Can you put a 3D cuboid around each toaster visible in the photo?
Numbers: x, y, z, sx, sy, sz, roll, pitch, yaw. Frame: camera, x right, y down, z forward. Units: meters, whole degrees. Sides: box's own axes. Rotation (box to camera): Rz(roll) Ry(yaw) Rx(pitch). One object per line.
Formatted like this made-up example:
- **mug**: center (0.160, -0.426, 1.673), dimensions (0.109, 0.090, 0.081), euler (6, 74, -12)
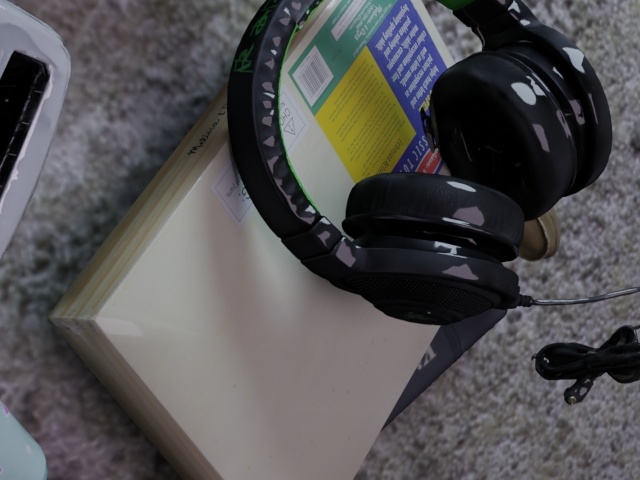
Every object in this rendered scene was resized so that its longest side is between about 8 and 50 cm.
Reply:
- **toaster**: center (-0.236, -0.068, 0.807), dimensions (0.129, 0.146, 0.226), euler (29, 79, -41)

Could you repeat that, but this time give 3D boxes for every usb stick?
- **usb stick**: center (0.057, 0.109, 1.162), dimensions (0.278, 0.045, 0.077), euler (-38, 122, -29)

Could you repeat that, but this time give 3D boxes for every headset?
- **headset**: center (0.098, -0.032, 1.006), dimensions (0.394, 0.185, 0.243), euler (43, 68, -14)

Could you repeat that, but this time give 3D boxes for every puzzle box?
- **puzzle box**: center (0.000, 0.000, 1.039), dimensions (0.409, 0.052, 0.272), euler (-56, 128, -32)

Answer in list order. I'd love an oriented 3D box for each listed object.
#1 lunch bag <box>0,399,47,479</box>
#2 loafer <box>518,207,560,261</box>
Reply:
- **lunch bag**: center (-0.306, 0.167, 0.744), dimensions (0.279, 0.224, 0.107), euler (-52, 138, -28)
- **loafer**: center (0.142, -0.035, 1.124), dimensions (0.148, 0.056, 0.050), euler (54, 52, -21)
